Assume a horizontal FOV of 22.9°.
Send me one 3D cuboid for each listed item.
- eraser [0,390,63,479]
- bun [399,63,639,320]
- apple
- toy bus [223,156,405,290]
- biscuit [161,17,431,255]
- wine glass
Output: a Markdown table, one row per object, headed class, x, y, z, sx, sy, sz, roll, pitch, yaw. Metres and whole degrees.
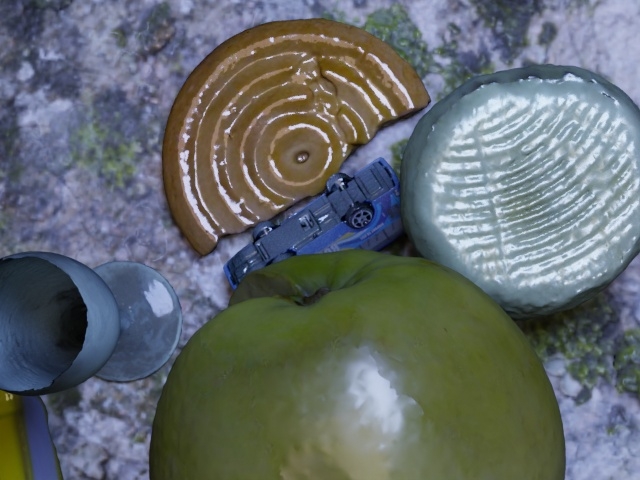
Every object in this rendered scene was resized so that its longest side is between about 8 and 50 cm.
| class | x | y | z | sx | sy | sz | roll | pitch | yaw |
| --- | --- | --- | --- | --- | --- | --- | --- | --- | --- |
| eraser | -0.304 | 0.212 | 1.204 | 0.226 | 0.069 | 0.158 | -20 | 55 | 5 |
| bun | 0.156 | -0.040 | 1.183 | 0.195 | 0.118 | 0.195 | 0 | 92 | 2 |
| apple | 0.022 | 0.142 | 1.096 | 0.292 | 0.292 | 0.254 | -12 | 108 | 4 |
| toy bus | 0.000 | 0.000 | 1.222 | 0.153 | 0.061 | 0.051 | -33 | 41 | 2 |
| biscuit | -0.035 | -0.099 | 1.244 | 0.224 | 0.033 | 0.144 | -32 | 86 | 2 |
| wine glass | -0.252 | 0.076 | 1.114 | 0.264 | 0.309 | 0.096 | -13 | 87 | 4 |
